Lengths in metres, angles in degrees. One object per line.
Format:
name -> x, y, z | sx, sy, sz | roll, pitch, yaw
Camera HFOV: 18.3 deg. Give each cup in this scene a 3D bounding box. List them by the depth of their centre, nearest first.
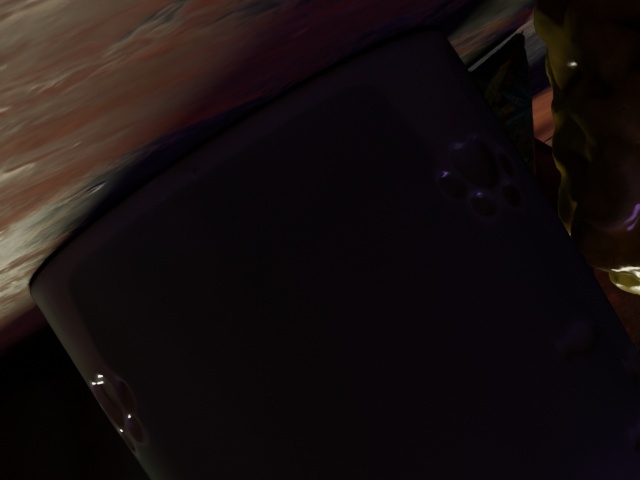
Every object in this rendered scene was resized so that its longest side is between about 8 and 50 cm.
cup -> 0.036, 0.073, 1.100 | 0.259, 0.274, 0.357 | -33, 175, 8

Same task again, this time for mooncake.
mooncake -> -0.141, 0.128, 1.330 | 0.283, 0.141, 0.283 | -25, 169, -5

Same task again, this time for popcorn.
popcorn -> 0.194, -0.089, 1.085 | 0.226, 0.203, 0.200 | -58, -148, 7

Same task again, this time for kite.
kite -> 0.094, -0.058, 1.243 | 0.183, 0.010, 0.160 | 30, -81, 61

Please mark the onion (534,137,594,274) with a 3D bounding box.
onion -> 0.117, 0.023, 1.648 | 0.252, 0.219, 0.252 | 13, 90, -72
